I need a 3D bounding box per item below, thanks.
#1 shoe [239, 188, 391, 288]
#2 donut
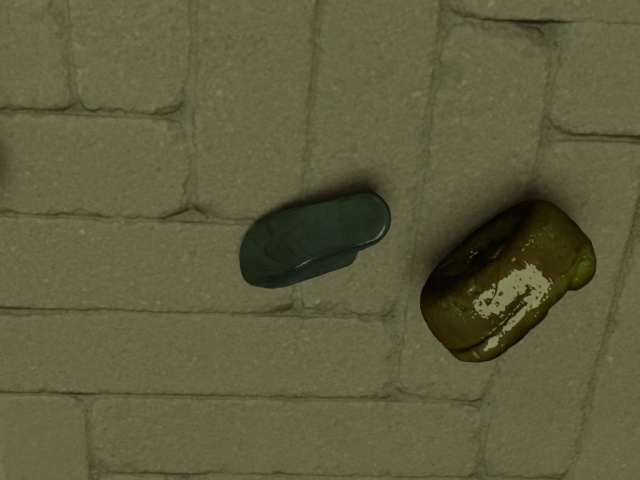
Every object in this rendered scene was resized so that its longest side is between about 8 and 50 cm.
[{"bbox_3d":[0.000,0.000,1.673,0.251,0.103,0.100,-21,165,24],"label":"shoe"},{"bbox_3d":[0.263,0.053,1.648,0.261,0.208,0.128,-40,103,5],"label":"donut"}]
